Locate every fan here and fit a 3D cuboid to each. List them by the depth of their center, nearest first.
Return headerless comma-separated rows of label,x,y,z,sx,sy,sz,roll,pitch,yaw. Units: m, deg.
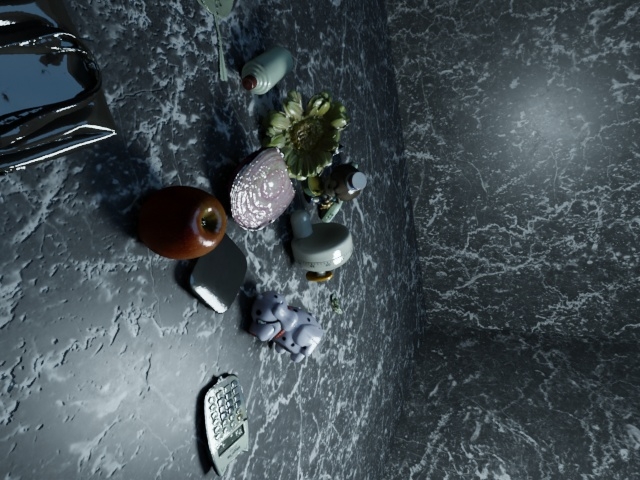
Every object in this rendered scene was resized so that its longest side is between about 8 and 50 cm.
fan,-0.300,-0.673,1.229,0.233,0.012,0.414,-31,117,-60

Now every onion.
onion,-0.208,-0.161,1.327,0.247,0.111,0.250,-47,146,-25

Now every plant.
plant,-0.045,-0.338,1.493,0.297,0.306,0.261,95,-27,-72

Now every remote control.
remote control,0.081,-0.222,1.914,0.128,0.066,0.335,-55,-171,48

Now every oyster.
oyster,0.071,0.295,1.979,0.098,0.037,0.100,-2,70,-82

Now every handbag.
handbag,-0.503,-0.269,0.707,0.257,0.113,0.285,-46,131,-46

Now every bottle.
bottle,-0.179,-0.540,1.378,0.245,0.104,0.104,-61,142,-46

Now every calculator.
calculator,-0.274,0.520,1.244,0.177,0.040,0.268,-17,104,-64

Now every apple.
apple,-0.323,-0.041,1.005,0.181,0.168,0.181,-11,102,-59

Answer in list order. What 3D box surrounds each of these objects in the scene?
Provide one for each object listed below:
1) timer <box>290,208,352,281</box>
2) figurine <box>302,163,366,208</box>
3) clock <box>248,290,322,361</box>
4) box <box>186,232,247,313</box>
timer,0.000,0.000,1.601,0.233,0.234,0.240,-53,139,-51
figurine,0.065,-0.222,1.689,0.158,0.276,0.161,32,56,-43
clock,-0.134,0.265,1.413,0.254,0.189,0.189,47,48,-38
box,-0.288,0.086,1.215,0.201,0.042,0.212,59,38,-46
